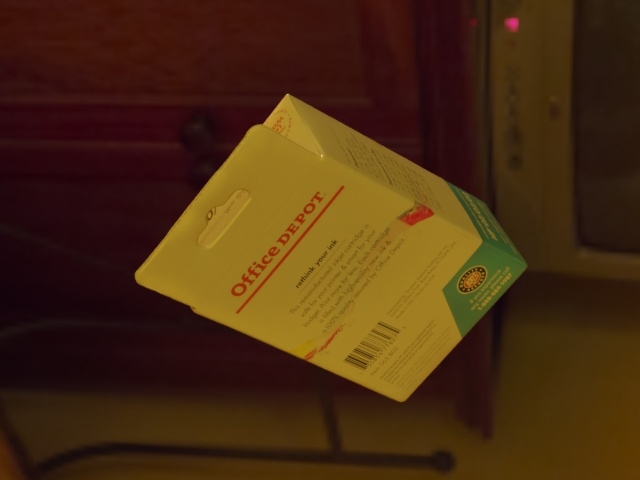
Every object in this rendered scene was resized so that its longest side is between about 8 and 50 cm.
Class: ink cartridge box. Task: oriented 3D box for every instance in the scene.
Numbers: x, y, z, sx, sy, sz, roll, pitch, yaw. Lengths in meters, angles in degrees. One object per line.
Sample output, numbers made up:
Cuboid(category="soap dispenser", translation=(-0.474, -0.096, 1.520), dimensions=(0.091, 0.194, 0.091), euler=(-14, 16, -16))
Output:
Cuboid(category="ink cartridge box", translation=(0.000, 0.000, 0.805), dimensions=(0.181, 0.104, 0.061), euler=(27, 23, -35))
